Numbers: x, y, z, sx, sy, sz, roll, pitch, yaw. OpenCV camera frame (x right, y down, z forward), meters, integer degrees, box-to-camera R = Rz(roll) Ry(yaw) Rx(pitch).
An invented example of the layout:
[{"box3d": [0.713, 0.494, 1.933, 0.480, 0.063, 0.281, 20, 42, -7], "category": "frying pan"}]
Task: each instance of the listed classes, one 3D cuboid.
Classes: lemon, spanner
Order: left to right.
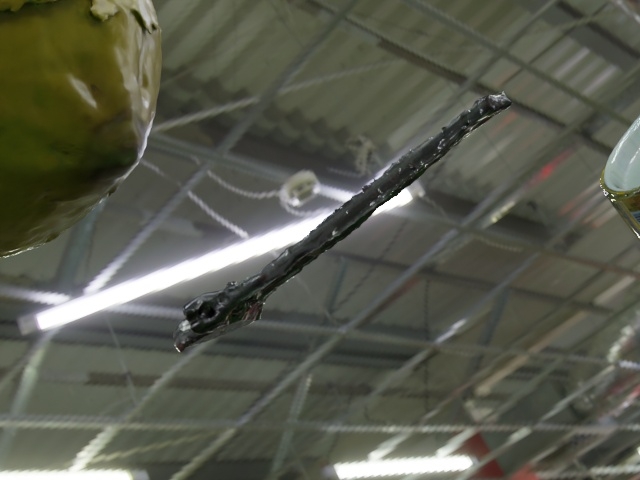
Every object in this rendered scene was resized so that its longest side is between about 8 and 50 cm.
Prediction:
[{"box3d": [-0.159, -0.084, 0.429, 0.180, 0.193, 0.180, -36, 6, 4], "category": "lemon"}, {"box3d": [0.000, 0.000, 0.705, 0.325, 0.026, 0.093, -36, -12, 34], "category": "spanner"}]

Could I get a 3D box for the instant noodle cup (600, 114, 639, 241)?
[{"box3d": [0.297, -0.035, 0.741, 0.182, 0.144, 0.182, -44, 10, 10], "category": "instant noodle cup"}]
